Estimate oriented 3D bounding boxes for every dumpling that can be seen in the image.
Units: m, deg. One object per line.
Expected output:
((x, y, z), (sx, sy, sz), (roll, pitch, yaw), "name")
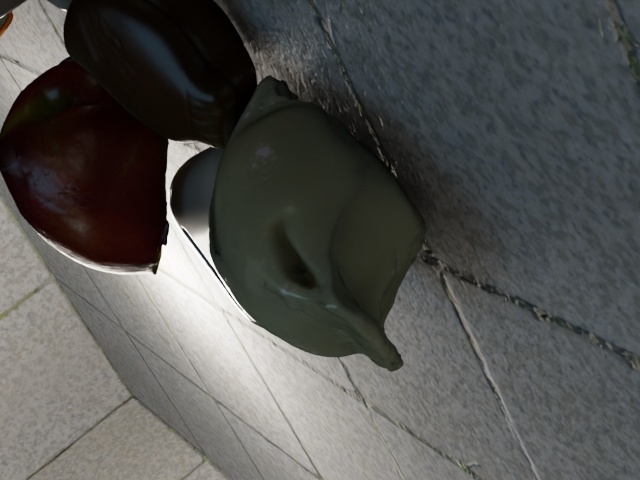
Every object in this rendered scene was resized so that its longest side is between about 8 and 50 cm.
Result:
((0.000, 0.000, 1.670), (0.315, 0.233, 0.395), (63, -178, -51), "dumpling")

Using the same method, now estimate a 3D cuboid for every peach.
((-0.293, -0.089, 2.038), (0.281, 0.281, 0.338), (33, 166, 46), "peach")

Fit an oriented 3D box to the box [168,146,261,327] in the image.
((-0.074, -0.005, 1.971), (0.288, 0.141, 0.349), (53, 163, -8), "box")

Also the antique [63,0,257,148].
((-0.190, -0.229, 1.787), (0.278, 0.129, 0.223), (29, 147, 25), "antique")

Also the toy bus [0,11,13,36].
((-0.683, -0.530, 2.552), (0.408, 0.092, 0.093), (60, 164, -25), "toy bus")

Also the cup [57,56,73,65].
((-0.332, -0.214, 2.213), (0.150, 0.138, 0.113), (49, 163, 10), "cup")

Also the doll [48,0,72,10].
((-0.346, -0.381, 1.902), (0.099, 0.188, 0.384), (-30, 109, 34), "doll")

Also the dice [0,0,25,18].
((-0.504, -0.431, 2.031), (0.259, 0.251, 0.243), (57, 160, -18), "dice")
